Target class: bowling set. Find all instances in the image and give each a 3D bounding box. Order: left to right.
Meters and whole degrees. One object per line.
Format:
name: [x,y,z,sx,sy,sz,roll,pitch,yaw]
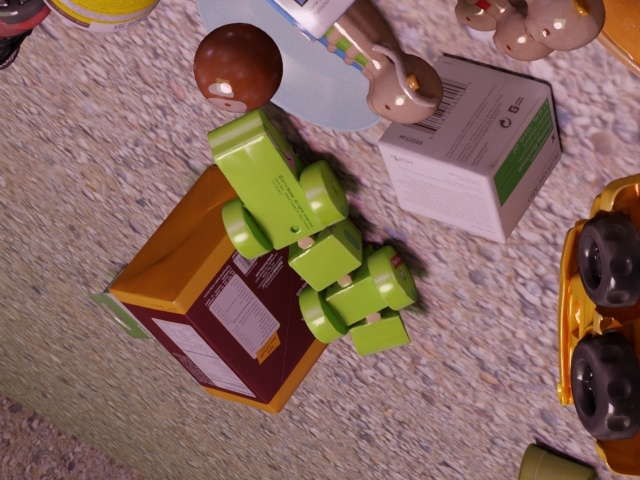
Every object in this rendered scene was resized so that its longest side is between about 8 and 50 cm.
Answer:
bowling set: [0.040,-0.122,0.754,0.154,0.200,0.287,45,-170,-4]

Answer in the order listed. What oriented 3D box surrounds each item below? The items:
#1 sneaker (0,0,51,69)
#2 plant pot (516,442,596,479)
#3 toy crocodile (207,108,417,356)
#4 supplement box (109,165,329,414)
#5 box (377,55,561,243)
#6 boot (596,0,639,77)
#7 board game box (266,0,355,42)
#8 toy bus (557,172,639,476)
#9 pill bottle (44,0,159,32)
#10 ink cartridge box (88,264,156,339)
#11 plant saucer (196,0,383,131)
sneaker: [-0.343,-0.238,1.301,0.276,0.097,0.135,12,147,47]
plant pot: [0.283,0.289,1.477,0.079,0.083,0.083,8,146,27]
toy crocodile: [0.000,0.000,1.286,0.115,0.105,0.340,-28,121,18]
supplement box: [-0.085,0.052,1.374,0.129,0.191,0.194,7,143,49]
box: [0.118,-0.071,0.972,0.102,0.101,0.087,22,154,30]
boot: [0.286,-0.139,0.641,0.295,0.104,0.211,31,150,8]
board game box: [-0.010,-0.298,0.509,0.302,0.086,0.308,41,114,-11]
toy bus: [0.248,0.041,0.950,0.211,0.149,0.220,-127,33,-73]
pill bottle: [-0.158,-0.255,0.987,0.117,0.117,0.215,40,157,-9]
ink cartridge box: [-0.253,0.093,1.849,0.109,0.062,0.209,46,155,-22]
plant saucer: [-0.017,-0.173,1.050,0.195,0.037,0.195,29,155,15]
